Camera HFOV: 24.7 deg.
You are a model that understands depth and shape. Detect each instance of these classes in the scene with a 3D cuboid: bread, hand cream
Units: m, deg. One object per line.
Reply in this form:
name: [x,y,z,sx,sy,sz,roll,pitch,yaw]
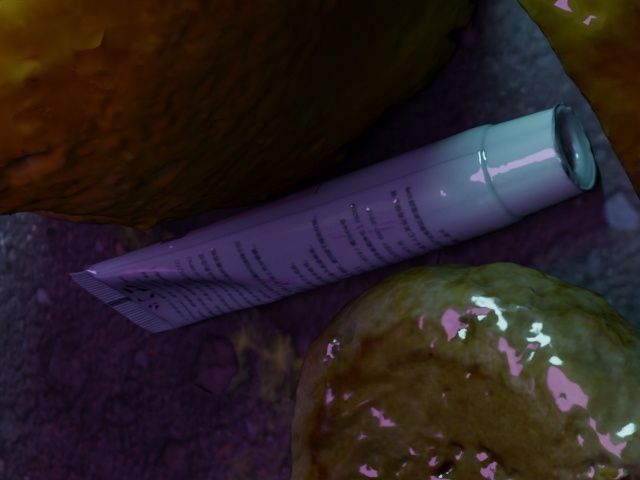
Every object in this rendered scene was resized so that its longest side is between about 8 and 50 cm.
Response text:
bread: [-0.099,-0.130,0.750,0.250,0.394,0.361,47,112,9]
hand cream: [0.000,0.000,0.851,0.331,0.085,0.058,-21,53,29]
bread: [0.092,0.121,0.756,0.230,0.123,0.230,2,93,30]

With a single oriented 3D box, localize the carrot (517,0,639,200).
carrot: [0.217,-0.193,0.605,0.341,0.241,0.241,-41,68,29]
